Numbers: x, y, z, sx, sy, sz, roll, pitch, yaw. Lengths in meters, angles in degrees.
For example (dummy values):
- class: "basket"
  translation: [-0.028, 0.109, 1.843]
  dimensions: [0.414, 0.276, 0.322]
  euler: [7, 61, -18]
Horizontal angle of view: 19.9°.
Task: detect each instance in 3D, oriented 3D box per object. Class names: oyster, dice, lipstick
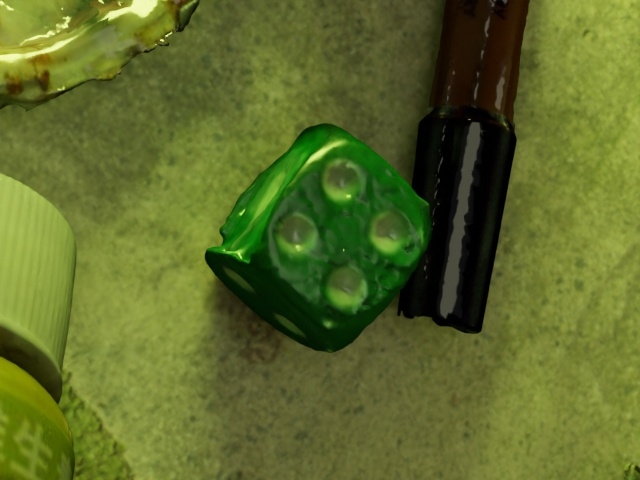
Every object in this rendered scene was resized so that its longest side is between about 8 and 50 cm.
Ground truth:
- class: "oyster"
  translation: [-0.196, -0.189, 1.303]
  dimensions: [0.221, 0.096, 0.361]
  euler: [40, 77, -18]
- class: "dice"
  translation: [0.000, 0.000, 1.338]
  dimensions: [0.120, 0.131, 0.128]
  euler: [42, 75, -12]
- class: "lipstick"
  translation: [0.122, -0.138, 1.414]
  dimensions: [0.077, 0.077, 0.419]
  euler: [11, 84, -17]

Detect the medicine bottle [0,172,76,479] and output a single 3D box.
- class: "medicine bottle"
  translation: [-0.268, 0.154, 1.136]
  dimensions: [0.224, 0.224, 0.384]
  euler: [15, 55, -17]
